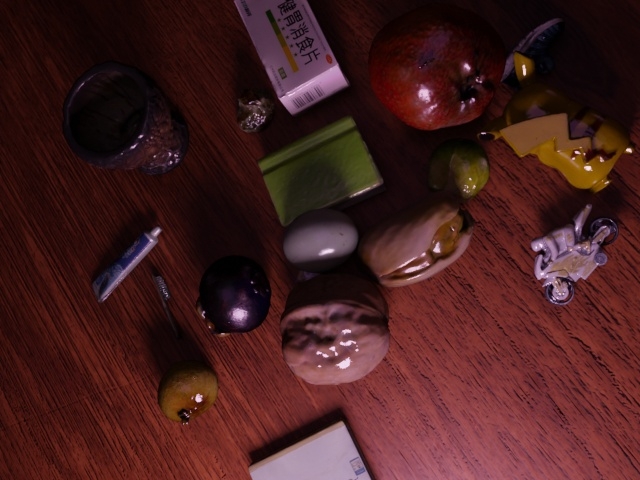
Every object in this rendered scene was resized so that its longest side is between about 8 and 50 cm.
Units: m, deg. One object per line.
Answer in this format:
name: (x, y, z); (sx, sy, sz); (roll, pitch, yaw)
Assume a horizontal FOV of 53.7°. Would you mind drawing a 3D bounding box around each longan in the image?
longan: (-0.325, 0.377, 1.551); (0.145, 0.176, 0.155); (9, 125, -19)

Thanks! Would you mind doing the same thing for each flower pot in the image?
flower pot: (-0.487, -0.294, 1.649); (0.266, 0.267, 0.267); (-2, 80, 14)

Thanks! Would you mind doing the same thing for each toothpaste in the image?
toothpaste: (-0.526, 0.056, 1.723); (0.268, 0.047, 0.069); (-45, 85, 9)

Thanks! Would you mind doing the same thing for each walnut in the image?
walnut: (0.028, 0.199, 1.443); (0.273, 0.227, 0.274); (-2, 83, 21)

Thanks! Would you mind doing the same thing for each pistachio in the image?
pistachio: (0.212, 0.000, 1.455); (0.288, 0.166, 0.197); (-30, 34, 16)

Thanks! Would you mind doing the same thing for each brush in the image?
brush: (-0.401, 0.171, 1.674); (0.027, 0.034, 0.191); (-24, 74, -5)

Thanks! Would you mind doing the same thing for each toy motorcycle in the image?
toy motorcycle: (0.547, 0.024, 1.402); (0.151, 0.074, 0.229); (34, 101, 13)

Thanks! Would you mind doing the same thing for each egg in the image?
egg: (0.000, 0.000, 1.487); (0.192, 0.149, 0.150); (-15, 77, 29)

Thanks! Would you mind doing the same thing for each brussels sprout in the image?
brussels sprout: (0.324, -0.163, 1.473); (0.155, 0.117, 0.155); (9, 107, 30)

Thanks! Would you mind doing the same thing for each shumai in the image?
shumai: (-0.180, -0.350, 1.662); (0.098, 0.087, 0.124); (17, 88, 17)

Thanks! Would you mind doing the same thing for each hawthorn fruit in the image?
hawthorn fruit: (0.245, -0.409, 1.476); (0.285, 0.284, 0.369); (-58, 33, 1)

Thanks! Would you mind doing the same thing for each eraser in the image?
eraser: (0.002, -0.167, 1.581); (0.274, 0.092, 0.210); (-26, 75, 12)

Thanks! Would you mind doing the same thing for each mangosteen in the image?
mangosteen: (-0.224, 0.144, 1.559); (0.230, 0.194, 0.194); (-34, 72, 36)

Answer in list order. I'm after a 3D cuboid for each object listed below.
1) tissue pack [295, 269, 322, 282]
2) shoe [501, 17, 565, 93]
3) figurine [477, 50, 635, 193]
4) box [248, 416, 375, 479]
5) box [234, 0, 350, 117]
tissue pack: (-0.024, 0.069, 1.578); (0.063, 0.035, 0.083); (9, 85, 17)
shoe: (0.503, -0.434, 1.487); (0.106, 0.091, 0.207); (40, 89, -4)
figurine: (0.515, -0.241, 1.401); (0.326, 0.169, 0.218); (34, 87, 17)
box: (-0.016, 0.568, 1.492); (0.270, 0.045, 0.211); (-31, 74, 9)
box: (-0.073, -0.511, 1.628); (0.173, 0.145, 0.333); (-26, 75, 9)
